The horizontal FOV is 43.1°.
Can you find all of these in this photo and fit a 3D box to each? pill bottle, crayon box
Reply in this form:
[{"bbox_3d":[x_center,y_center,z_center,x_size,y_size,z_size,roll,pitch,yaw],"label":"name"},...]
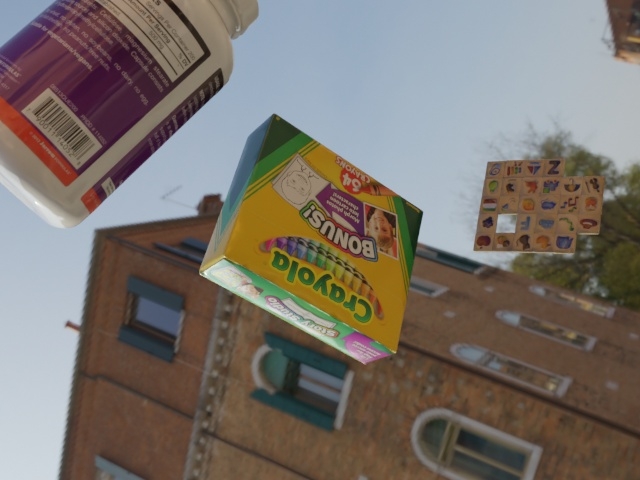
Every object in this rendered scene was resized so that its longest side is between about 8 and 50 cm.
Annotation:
[{"bbox_3d":[-0.219,-0.179,0.858,0.323,0.181,0.181,-47,-29,-16],"label":"pill bottle"},{"bbox_3d":[0.000,0.000,1.448,0.106,0.363,0.313,-32,35,47],"label":"crayon box"}]

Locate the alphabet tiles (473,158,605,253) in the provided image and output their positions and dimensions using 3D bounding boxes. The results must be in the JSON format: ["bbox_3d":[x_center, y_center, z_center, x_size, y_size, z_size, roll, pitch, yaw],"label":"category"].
[{"bbox_3d":[0.422,-0.068,1.564,0.009,0.237,0.198,39,-122,-52],"label":"alphabet tiles"}]
